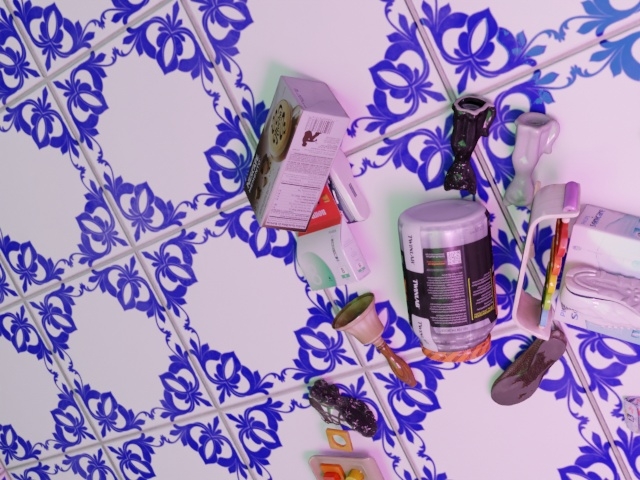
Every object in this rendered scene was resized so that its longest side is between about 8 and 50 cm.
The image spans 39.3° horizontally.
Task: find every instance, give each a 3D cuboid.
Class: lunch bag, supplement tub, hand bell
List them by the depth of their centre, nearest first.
[{"bbox_3d":[0.678,0.369,1.880,0.083,0.053,0.071,6,111,36],"label":"lunch bag"},{"bbox_3d":[0.273,0.085,1.901,0.194,0.193,0.315,1,109,28],"label":"supplement tub"},{"bbox_3d":[0.149,0.251,2.109,0.126,0.126,0.242,-30,107,34],"label":"hand bell"}]

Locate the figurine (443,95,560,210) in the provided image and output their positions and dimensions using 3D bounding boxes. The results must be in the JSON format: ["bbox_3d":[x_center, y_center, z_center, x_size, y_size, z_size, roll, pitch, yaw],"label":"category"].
[{"bbox_3d":[0.359,-0.166,1.825,0.215,0.092,0.209,18,125,20],"label":"figurine"}]

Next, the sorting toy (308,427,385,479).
[{"bbox_3d":[0.075,0.627,2.281,0.196,0.047,0.347,-10,114,35],"label":"sorting toy"}]

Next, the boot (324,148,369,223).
[{"bbox_3d":[0.033,-0.120,2.023,0.086,0.069,0.190,-17,102,38],"label":"boot"}]

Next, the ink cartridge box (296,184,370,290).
[{"bbox_3d":[0.000,0.000,2.066,0.181,0.056,0.224,-17,104,54],"label":"ink cartridge box"}]

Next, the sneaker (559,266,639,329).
[{"bbox_3d":[0.568,0.127,1.683,0.235,0.090,0.094,22,135,23],"label":"sneaker"}]

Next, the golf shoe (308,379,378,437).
[{"bbox_3d":[0.055,0.430,2.242,0.198,0.077,0.094,37,140,13],"label":"golf shoe"}]

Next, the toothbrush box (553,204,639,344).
[{"bbox_3d":[0.627,0.080,1.745,0.296,0.126,0.216,15,117,22],"label":"toothbrush box"}]

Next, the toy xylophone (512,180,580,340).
[{"bbox_3d":[0.436,0.019,1.745,0.081,0.236,0.322,10,133,11],"label":"toy xylophone"}]

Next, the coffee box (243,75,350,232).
[{"bbox_3d":[-0.058,-0.186,1.971,0.297,0.119,0.168,-68,30,30],"label":"coffee box"}]

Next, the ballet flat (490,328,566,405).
[{"bbox_3d":[0.456,0.276,1.968,0.084,0.058,0.249,24,128,-7],"label":"ballet flat"}]
